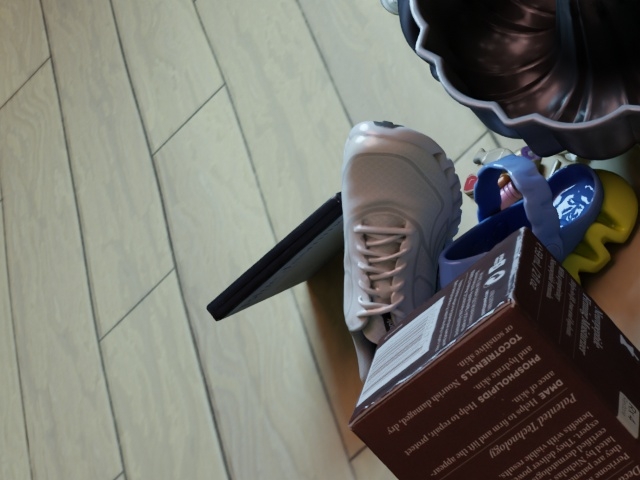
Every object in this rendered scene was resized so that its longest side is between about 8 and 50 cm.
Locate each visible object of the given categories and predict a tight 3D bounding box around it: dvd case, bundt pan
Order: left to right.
[{"bbox_3d":[0.000,0.000,1.764,0.180,0.022,0.253,-40,-7,21],"label":"dvd case"},{"bbox_3d":[0.254,-0.209,1.606,0.331,0.124,0.330,-10,58,16],"label":"bundt pan"}]

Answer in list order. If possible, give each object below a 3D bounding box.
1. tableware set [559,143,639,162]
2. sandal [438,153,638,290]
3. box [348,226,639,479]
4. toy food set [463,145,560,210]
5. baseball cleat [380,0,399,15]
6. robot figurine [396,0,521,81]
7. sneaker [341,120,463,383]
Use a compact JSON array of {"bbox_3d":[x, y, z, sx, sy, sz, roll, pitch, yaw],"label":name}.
[{"bbox_3d":[0.287,-0.146,1.680,0.141,0.020,0.168,1,61,54],"label":"tableware set"},{"bbox_3d":[0.148,0.048,1.565,0.126,0.138,0.317,17,75,55],"label":"sandal"},{"bbox_3d":[0.157,0.133,1.360,0.167,0.203,0.168,-40,9,21],"label":"box"},{"bbox_3d":[0.179,-0.062,1.738,0.122,0.019,0.078,5,64,54],"label":"toy food set"},{"bbox_3d":[0.125,-0.345,2.057,0.206,0.072,0.109,-55,17,-11],"label":"baseball cleat"},{"bbox_3d":[0.157,-0.284,1.836,0.209,0.173,0.278,-32,38,25],"label":"robot figurine"},{"bbox_3d":[0.067,0.018,1.582,0.110,0.292,0.118,7,46,15],"label":"sneaker"}]
